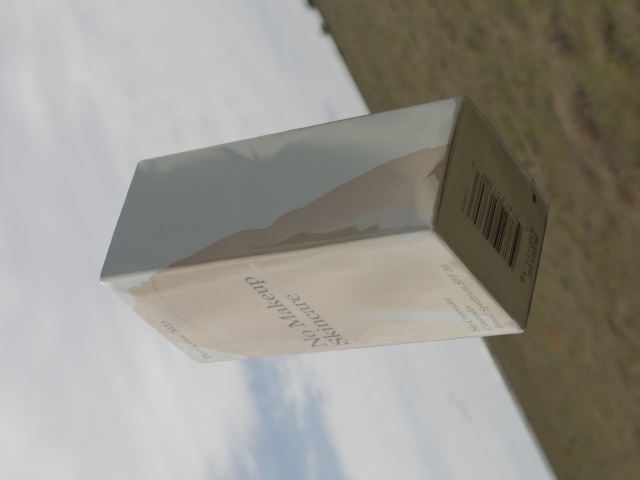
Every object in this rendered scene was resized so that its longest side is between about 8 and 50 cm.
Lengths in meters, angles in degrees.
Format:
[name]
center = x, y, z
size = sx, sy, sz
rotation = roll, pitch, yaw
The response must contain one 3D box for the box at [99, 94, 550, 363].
[box]
center = 0.000, 0.000, 1.179
size = 0.148, 0.311, 0.121
rotation = 44, -131, -39
